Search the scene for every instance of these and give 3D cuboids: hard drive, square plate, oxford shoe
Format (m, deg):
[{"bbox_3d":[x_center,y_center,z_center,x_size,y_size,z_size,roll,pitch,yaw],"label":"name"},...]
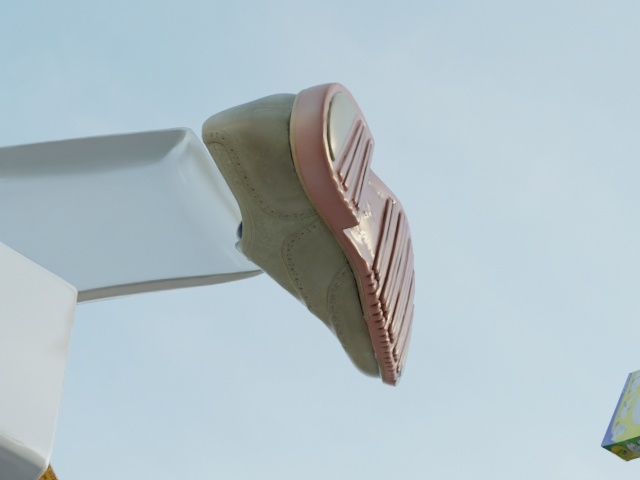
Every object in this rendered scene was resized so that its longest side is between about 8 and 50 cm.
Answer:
[{"bbox_3d":[-0.332,0.013,1.079,0.353,0.233,0.047,33,-67,-19],"label":"hard drive"},{"bbox_3d":[-0.262,-0.020,1.799,0.344,0.347,0.049,-8,-57,-20],"label":"square plate"},{"bbox_3d":[0.000,0.000,1.585,0.146,0.140,0.397,-2,-46,19],"label":"oxford shoe"}]

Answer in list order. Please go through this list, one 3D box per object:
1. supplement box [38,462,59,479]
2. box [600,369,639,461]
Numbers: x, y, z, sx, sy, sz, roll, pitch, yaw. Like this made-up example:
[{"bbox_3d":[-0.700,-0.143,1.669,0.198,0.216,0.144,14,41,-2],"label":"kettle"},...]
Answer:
[{"bbox_3d":[-0.412,0.302,1.884,0.188,0.081,0.104,-30,-73,-19],"label":"supplement box"},{"bbox_3d":[0.392,0.186,1.793,0.043,0.105,0.179,32,-24,-12],"label":"box"}]
